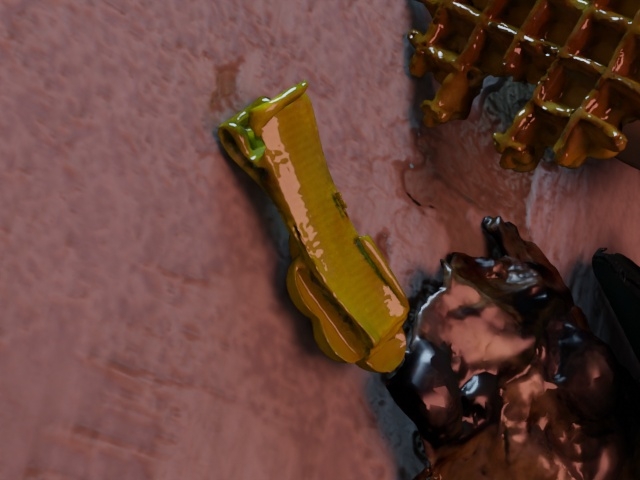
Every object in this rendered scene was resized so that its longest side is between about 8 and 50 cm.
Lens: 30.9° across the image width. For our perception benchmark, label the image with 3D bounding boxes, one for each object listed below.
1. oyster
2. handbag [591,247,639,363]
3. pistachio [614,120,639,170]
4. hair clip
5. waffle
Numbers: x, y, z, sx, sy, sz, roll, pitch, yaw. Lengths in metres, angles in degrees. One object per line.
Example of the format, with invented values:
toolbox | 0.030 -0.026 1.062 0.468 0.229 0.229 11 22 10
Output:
oyster | 0.177 0.155 0.787 0.361 0.096 0.221 55 53 -20
handbag | 0.315 0.128 0.834 0.274 0.100 0.268 62 5 -13
pistachio | 0.281 -0.154 0.883 0.332 0.208 0.226 -18 73 -49
hair clip | 0.000 0.000 0.658 0.072 0.046 0.173 -40 109 -41
waffle | 0.160 -0.157 0.741 0.051 0.229 0.231 21 59 -53
